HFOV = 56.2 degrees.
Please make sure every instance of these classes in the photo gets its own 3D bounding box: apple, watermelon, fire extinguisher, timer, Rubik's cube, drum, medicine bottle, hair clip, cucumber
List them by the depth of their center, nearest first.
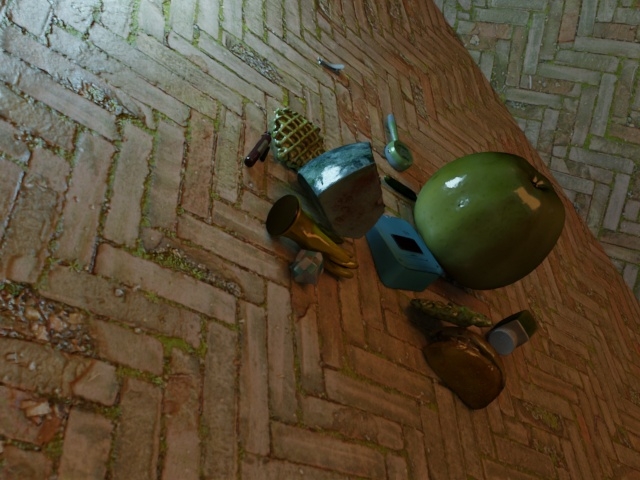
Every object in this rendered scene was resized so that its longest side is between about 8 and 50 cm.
[{"bbox_3d":[-0.034,0.063,1.499,0.084,0.073,0.075,-1,40,0],"label":"Rubik's cube"},{"bbox_3d":[0.074,-0.125,1.627,0.387,0.228,0.258,-106,175,-80],"label":"watermelon"},{"bbox_3d":[-0.161,-0.250,1.652,0.049,0.035,0.173,40,41,-14],"label":"fire extinguisher"},{"bbox_3d":[0.242,0.029,1.874,0.232,0.091,0.250,11,43,-43],"label":"timer"},{"bbox_3d":[0.556,-0.075,1.991,0.473,0.473,0.474,29,43,-31],"label":"apple"},{"bbox_3d":[0.641,0.315,2.022,0.188,0.132,0.088,-19,78,-53],"label":"medicine bottle"},{"bbox_3d":[0.281,-0.184,2.101,0.184,0.033,0.036,25,27,-37],"label":"cucumber"},{"bbox_3d":[0.038,-0.641,2.186,0.115,0.039,0.030,10,49,-41],"label":"hair clip"},{"bbox_3d":[0.267,-0.370,2.216,0.130,0.049,0.253,6,57,-46],"label":"drum"}]

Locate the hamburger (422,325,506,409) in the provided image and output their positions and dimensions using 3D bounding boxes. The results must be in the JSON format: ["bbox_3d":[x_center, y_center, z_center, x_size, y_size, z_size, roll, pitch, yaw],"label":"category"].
[{"bbox_3d":[0.446,0.360,1.747,0.283,0.156,0.144,45,36,-9],"label":"hamburger"}]

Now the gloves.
[{"bbox_3d":[0.000,-0.001,1.589,0.294,0.116,0.133,34,45,-36],"label":"gloves"}]

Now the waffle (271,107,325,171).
[{"bbox_3d":[-0.061,-0.290,1.776,0.214,0.054,0.208,20,51,-42],"label":"waffle"}]

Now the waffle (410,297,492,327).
[{"bbox_3d":[0.384,0.218,1.775,0.204,0.223,0.054,10,94,-53],"label":"waffle"}]
